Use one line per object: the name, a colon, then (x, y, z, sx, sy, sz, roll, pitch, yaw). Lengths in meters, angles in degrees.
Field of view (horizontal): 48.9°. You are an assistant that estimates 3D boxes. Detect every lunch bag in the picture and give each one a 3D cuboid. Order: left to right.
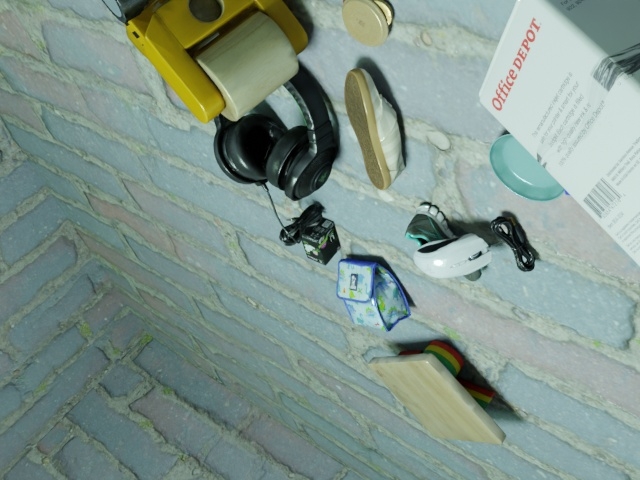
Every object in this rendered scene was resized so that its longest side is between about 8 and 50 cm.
lunch bag: (0.104, 0.109, 1.504, 0.129, 0.096, 0.151, 5, 121, 56)

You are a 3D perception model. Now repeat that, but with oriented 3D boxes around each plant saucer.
plant saucer: (0.292, -0.106, 0.981, 0.119, 0.021, 0.119, 33, 152, 20)

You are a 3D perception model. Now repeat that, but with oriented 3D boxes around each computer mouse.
computer mouse: (0.241, 0.027, 1.147, 0.193, 0.042, 0.106, -18, 120, 29)

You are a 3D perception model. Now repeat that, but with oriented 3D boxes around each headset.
headset: (-0.066, -0.166, 1.316, 0.243, 0.185, 0.394, 20, 131, 33)

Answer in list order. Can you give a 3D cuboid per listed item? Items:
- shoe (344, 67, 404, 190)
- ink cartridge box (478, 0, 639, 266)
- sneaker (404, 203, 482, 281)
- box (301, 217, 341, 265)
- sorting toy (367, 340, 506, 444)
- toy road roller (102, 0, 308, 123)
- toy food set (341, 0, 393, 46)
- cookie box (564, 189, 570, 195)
shoe: (0.090, -0.182, 1.124, 0.076, 0.058, 0.219, 45, 159, 48)
ink cartridge box: (0.310, -0.131, 0.718, 0.273, 0.115, 0.198, 51, 165, 17)
sneaker: (0.209, 0.019, 1.226, 0.166, 0.076, 0.065, 45, 155, -5)
box: (0.000, 0.000, 1.508, 0.052, 0.062, 0.083, 23, 147, 32)
sorting toy: (0.275, 0.336, 1.604, 0.257, 0.089, 0.255, 48, 154, -10)
toy road roller: (-0.200, -0.341, 1.128, 0.329, 0.202, 0.240, 50, 166, -4)
toy food set: (0.063, -0.311, 0.991, 0.083, 0.020, 0.083, 34, 153, 18)
cookie box: (0.358, -0.094, 0.883, 0.107, 0.040, 0.091, 17, 144, 42)
